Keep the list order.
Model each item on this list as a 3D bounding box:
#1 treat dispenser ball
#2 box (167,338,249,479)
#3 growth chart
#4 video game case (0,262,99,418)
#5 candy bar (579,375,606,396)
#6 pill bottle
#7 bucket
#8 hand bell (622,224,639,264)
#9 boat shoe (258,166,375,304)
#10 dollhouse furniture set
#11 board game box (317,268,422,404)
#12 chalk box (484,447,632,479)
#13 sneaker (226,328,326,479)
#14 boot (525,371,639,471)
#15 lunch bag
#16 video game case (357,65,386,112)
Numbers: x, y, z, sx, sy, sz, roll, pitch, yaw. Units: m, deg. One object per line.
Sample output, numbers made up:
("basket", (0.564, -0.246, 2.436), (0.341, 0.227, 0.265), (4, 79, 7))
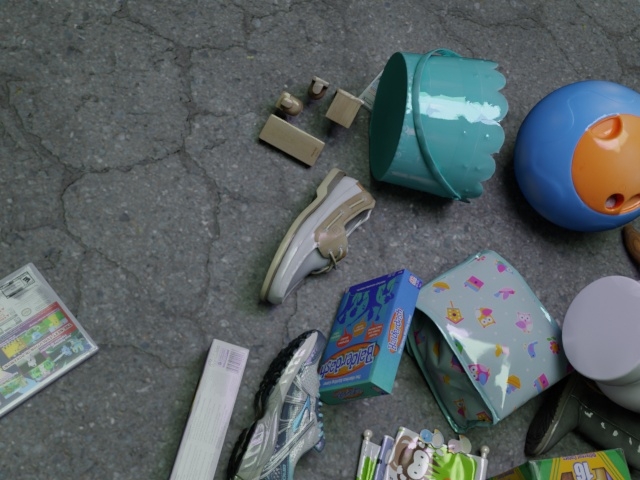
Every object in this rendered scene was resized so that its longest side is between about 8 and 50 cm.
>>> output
("treat dispenser ball", (0.513, -0.159, 1.750), (0.288, 0.288, 0.288), (7, 63, -15))
("box", (-0.184, 0.311, 1.420), (0.067, 0.063, 0.324), (18, 61, -8))
("growth chart", (0.167, 0.390, 1.521), (0.237, 0.021, 0.171), (12, 62, -11))
("video game case", (-0.479, 0.156, 1.422), (0.201, 0.023, 0.183), (-35, 80, -30))
("candy bar", (0.502, 0.285, 1.688), (0.161, 0.018, 0.040), (36, 60, 1))
("pill bottle", (0.608, 0.197, 1.571), (0.408, 0.229, 0.229), (21, 58, -34))
("bucket", (0.208, -0.216, 1.698), (0.183, 0.281, 0.281), (7, 63, -12))
("hand bell", (0.653, 0.070, 1.812), (0.126, 0.126, 0.242), (-3, 53, -20))
("boat shoe", (0.000, 0.000, 1.604), (0.103, 0.113, 0.302), (30, 59, 4))
("dollhouse furniture set", (-0.018, -0.229, 1.759), (0.144, 0.123, 0.151), (28, 95, -3))
("board game box", (0.077, 0.160, 1.523), (0.047, 0.160, 0.210), (34, 57, -25))
("chalk box", (0.401, 0.498, 1.458), (0.179, 0.180, 0.288), (-1, 64, -19))
("sneaker", (-0.045, 0.279, 1.472), (0.122, 0.110, 0.283), (30, 68, -13))
("boot", (0.484, 0.346, 1.623), (0.208, 0.076, 0.189), (38, 73, -8))
("lunch bag", (0.277, 0.166, 1.592), (0.223, 0.160, 0.262), (-27, 82, -27))
("video game case", (0.138, -0.292, 1.850), (0.087, 0.011, 0.122), (38, 60, 2))
